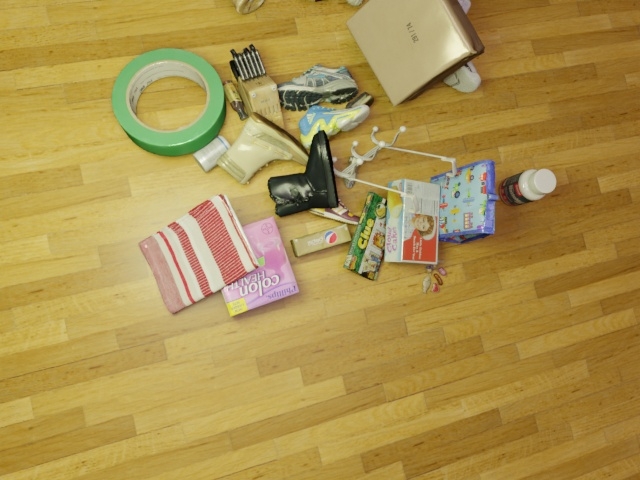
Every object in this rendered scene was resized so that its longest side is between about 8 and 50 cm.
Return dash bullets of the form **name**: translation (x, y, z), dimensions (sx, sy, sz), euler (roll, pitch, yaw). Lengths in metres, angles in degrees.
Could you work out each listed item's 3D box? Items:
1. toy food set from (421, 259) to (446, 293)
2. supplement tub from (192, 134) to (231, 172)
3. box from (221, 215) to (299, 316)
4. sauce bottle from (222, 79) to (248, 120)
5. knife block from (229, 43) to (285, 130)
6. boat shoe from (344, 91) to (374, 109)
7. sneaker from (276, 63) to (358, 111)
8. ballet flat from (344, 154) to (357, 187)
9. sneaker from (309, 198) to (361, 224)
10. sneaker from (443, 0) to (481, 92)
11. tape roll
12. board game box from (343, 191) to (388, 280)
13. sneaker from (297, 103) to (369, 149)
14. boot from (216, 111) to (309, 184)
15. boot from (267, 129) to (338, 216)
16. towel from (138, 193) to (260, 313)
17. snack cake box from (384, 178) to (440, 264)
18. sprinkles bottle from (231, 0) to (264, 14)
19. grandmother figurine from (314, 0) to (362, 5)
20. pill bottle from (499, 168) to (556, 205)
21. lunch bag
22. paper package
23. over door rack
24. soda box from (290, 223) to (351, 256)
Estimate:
- **toy food set**: translation (0.386, 0.122, 1.575), dimensions (0.078, 0.019, 0.122), euler (11, 82, -11)
- **supplement tub**: translation (-0.329, -0.267, 1.439), dimensions (0.107, 0.071, 0.071), euler (-38, 93, -14)
- **box**: translation (-0.208, 0.078, 1.405), dimensions (0.214, 0.117, 0.242), euler (-18, 89, -13)
- **sauce bottle**: translation (-0.270, -0.443, 1.486), dimensions (0.042, 0.042, 0.128), euler (-29, 93, -13)
- **knife block**: translation (-0.207, -0.466, 1.490), dimensions (0.088, 0.242, 0.275), euler (-21, 134, -12)
- **boat shoe**: translation (0.107, -0.437, 1.562), dimensions (0.152, 0.056, 0.049), euler (-36, 66, -5)
- **sneaker**: translation (-0.025, -0.504, 1.526), dimensions (0.283, 0.110, 0.122), euler (-10, 71, -17)
- **ballet flat**: translation (0.103, -0.230, 1.542), dimensions (0.041, 0.041, 0.114), euler (11, 82, -11)
- **sneaker**: translation (0.060, -0.103, 1.505), dimensions (0.186, 0.069, 0.083), euler (15, 87, -11)
- **sneaker**: translation (0.460, -0.699, 1.614), dimensions (0.210, 0.137, 0.366), euler (-44, 91, -10)
- **tape roll**: translation (-0.446, -0.413, 1.398), dimensions (0.322, 0.077, 0.320), euler (1, 75, -5)
- **board game box**: translation (0.166, -0.012, 1.509), dimensions (0.136, 0.030, 0.259), euler (26, 79, -35)
- **sneaker**: translation (0.031, -0.397, 1.494), dimensions (0.240, 0.091, 0.126), euler (-27, 81, 8)
- **boot**: translation (-0.169, -0.252, 1.453), dimensions (0.203, 0.095, 0.262), euler (-47, 138, 16)
- **boot**: translation (-0.063, -0.197, 1.419), dimensions (0.207, 0.094, 0.246), euler (-6, 108, 9)
- **towel**: translation (-0.352, 0.042, 1.324), dimensions (0.329, 0.037, 0.236), euler (-28, 86, 21)
- **snack cake box**: translation (0.299, -0.056, 1.515), dimensions (0.152, 0.089, 0.264), euler (5, 86, -30)
- **sprinkles bottle**: translation (-0.311, -0.902, 1.483), dimensions (0.121, 0.121, 0.355), euler (-34, 92, -13)
- **grandmother figurine**: translation (-0.002, -0.895, 1.565), dimensions (0.343, 0.104, 0.207), euler (22, 108, -12)
- **pill bottle**: translation (0.703, -0.183, 1.591), dimensions (0.108, 0.180, 0.107), euler (1, 84, -12)
- **lunch bag**: translation (0.460, -0.117, 1.475), dimensions (0.138, 0.293, 0.220), euler (7, 83, -11)
- **paper package**: translation (0.297, -0.645, 1.485), dimensions (0.168, 0.310, 0.324), euler (-34, 94, -52)
- **over door rack**: translation (0.223, -0.242, 1.430), dimensions (0.324, 0.108, 0.239), euler (31, 55, 31)
- **soda box**: translation (0.000, 0.000, 1.485), dimensions (0.182, 0.061, 0.058), euler (-17, 89, -13)
